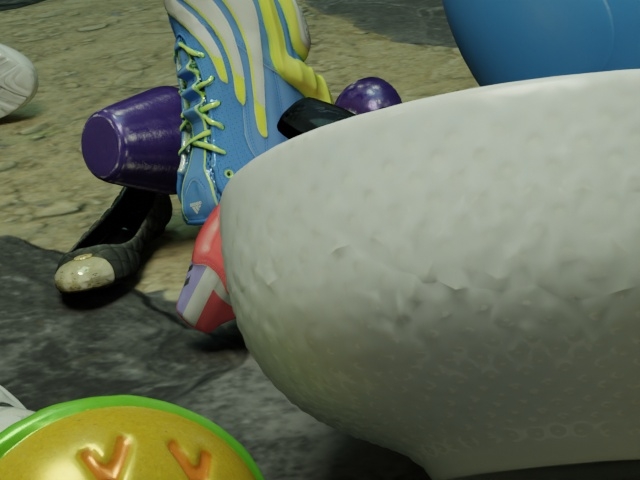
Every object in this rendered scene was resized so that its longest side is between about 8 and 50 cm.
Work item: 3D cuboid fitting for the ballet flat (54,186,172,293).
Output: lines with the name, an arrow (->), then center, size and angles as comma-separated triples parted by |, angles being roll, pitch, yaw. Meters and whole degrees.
ballet flat -> -0.146, -0.005, 1.212 | 0.057, 0.049, 0.173 | -3, 20, 12

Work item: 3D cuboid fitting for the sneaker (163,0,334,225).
sneaker -> -0.055, -0.084, 1.156 | 0.091, 0.240, 0.126 | -11, 29, 41

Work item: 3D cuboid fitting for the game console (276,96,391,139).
game console -> 0.091, -0.041, 1.030 | 0.213, 0.044, 0.361 | 20, 7, 31

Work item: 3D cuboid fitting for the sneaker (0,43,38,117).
sneaker -> -0.355, -0.164, 1.665 | 0.232, 0.090, 0.115 | 5, 19, 26

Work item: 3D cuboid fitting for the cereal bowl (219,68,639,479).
cereal bowl -> 0.125, 0.036, 0.798 | 0.339, 0.141, 0.339 | -3, -11, -1

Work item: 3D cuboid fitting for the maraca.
maraca -> -0.102, 0.125, 0.706 | 0.185, 0.127, 0.099 | 5, -6, -27

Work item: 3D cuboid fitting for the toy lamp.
toy lamp -> -0.052, -0.079, 1.279 | 0.274, 0.080, 0.080 | -10, 17, -43

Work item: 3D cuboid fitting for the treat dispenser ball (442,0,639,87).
treat dispenser ball -> 0.203, -0.162, 0.913 | 0.288, 0.288, 0.288 | -5, 20, 2

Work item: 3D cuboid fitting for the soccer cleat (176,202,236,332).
soccer cleat -> 0.000, 0.000, 1.127 | 0.083, 0.095, 0.248 | 46, 27, 18

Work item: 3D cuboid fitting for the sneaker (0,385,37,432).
sneaker -> -0.188, 0.143, 0.751 | 0.118, 0.110, 0.292 | 13, 26, 23
